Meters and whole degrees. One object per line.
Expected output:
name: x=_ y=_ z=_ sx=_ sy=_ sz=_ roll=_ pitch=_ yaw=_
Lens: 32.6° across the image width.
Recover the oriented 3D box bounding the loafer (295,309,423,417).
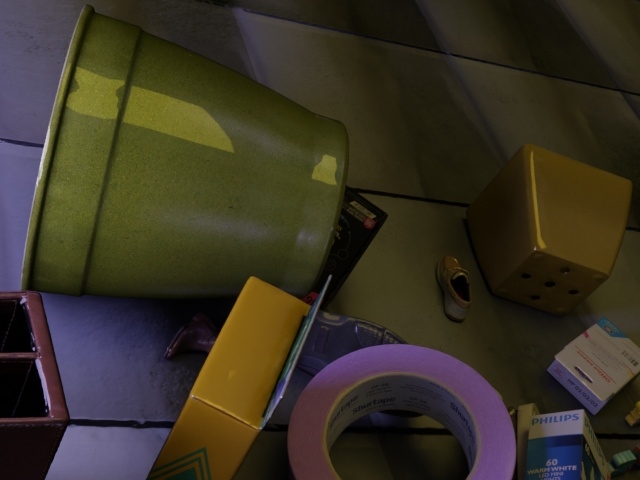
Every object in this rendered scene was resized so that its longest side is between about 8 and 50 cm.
loafer: x=0.019 y=0.150 z=1.503 sx=0.303 sy=0.095 sz=0.109 roll=25 pitch=82 yaw=-8

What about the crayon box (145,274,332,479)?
crayon box: x=-0.107 y=0.185 z=1.193 sx=0.083 sy=0.323 sz=0.203 roll=28 pitch=37 yaw=-3

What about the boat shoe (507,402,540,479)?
boat shoe: x=0.231 y=0.351 z=1.409 sx=0.097 sy=0.116 sz=0.324 roll=-9 pitch=42 yaw=22

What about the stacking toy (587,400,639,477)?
stacking toy: x=0.467 y=0.327 z=1.631 sx=0.221 sy=0.052 sz=0.167 roll=-4 pitch=47 yaw=-33

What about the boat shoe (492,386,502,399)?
boat shoe: x=0.219 y=0.218 z=1.608 sx=0.100 sy=0.035 sz=0.035 roll=34 pitch=65 yaw=0

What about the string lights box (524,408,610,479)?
string lights box: x=0.302 y=0.351 z=1.347 sx=0.133 sy=0.077 sz=0.259 roll=61 pitch=30 yaw=-32

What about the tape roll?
tape roll: x=0.097 y=0.264 z=1.341 sx=0.275 sy=0.090 sz=0.274 roll=-1 pitch=50 yaw=1

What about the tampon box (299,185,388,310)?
tampon box: x=0.000 y=0.000 z=1.586 sx=0.120 sy=0.161 sz=0.101 roll=35 pitch=14 yaw=8

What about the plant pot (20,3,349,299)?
plant pot: x=-0.160 y=-0.076 z=1.387 sx=0.353 sy=0.366 sz=0.366 roll=12 pitch=40 yaw=-11

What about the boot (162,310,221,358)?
boot: x=-0.139 y=0.154 z=1.448 sx=0.114 sy=0.037 sz=0.106 roll=39 pitch=40 yaw=4

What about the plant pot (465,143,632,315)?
plant pot: x=0.382 y=-0.001 z=1.831 sx=0.212 sy=0.212 sz=0.187 roll=18 pitch=51 yaw=-15

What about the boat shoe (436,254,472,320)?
boat shoe: x=0.221 y=0.069 z=1.764 sx=0.050 sy=0.045 sz=0.135 roll=14 pitch=40 yaw=-20

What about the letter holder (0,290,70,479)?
letter holder: x=-0.385 y=0.199 z=1.015 sx=0.214 sy=0.301 sz=0.152 roll=2 pitch=45 yaw=-31

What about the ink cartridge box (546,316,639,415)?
ink cartridge box: x=0.434 y=0.203 z=1.734 sx=0.104 sy=0.061 sz=0.181 roll=45 pitch=39 yaw=19
